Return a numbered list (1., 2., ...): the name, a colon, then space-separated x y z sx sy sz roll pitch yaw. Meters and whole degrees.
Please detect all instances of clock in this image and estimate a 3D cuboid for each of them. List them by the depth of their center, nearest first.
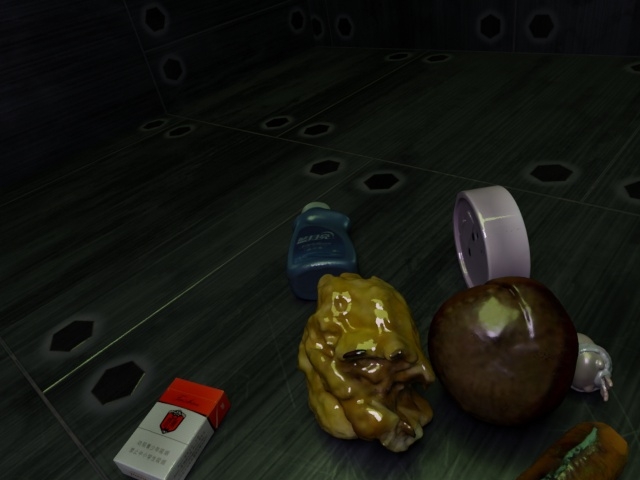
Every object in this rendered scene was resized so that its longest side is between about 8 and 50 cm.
1. clock: 0.292 0.006 0.829 0.068 0.196 0.197 -10 34 2

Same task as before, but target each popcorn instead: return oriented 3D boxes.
1. popcorn: 0.058 0.172 0.680 0.190 0.191 0.253 -25 43 7

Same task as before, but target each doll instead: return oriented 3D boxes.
1. doll: 0.378 0.175 0.680 0.084 0.073 0.127 12 25 -22

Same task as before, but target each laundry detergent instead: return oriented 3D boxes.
1. laundry detergent: 0.000 0.000 1.019 0.143 0.094 0.289 -13 34 6

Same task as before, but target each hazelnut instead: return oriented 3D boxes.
1. hazelnut: 0.253 0.147 0.665 0.208 0.208 0.208 -8 35 6

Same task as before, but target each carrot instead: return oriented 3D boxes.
1. carrot: 0.250 0.300 0.539 0.260 0.070 0.070 -29 38 -21

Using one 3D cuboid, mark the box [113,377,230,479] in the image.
1. box: -0.220 0.289 0.721 0.100 0.048 0.152 8 37 24
